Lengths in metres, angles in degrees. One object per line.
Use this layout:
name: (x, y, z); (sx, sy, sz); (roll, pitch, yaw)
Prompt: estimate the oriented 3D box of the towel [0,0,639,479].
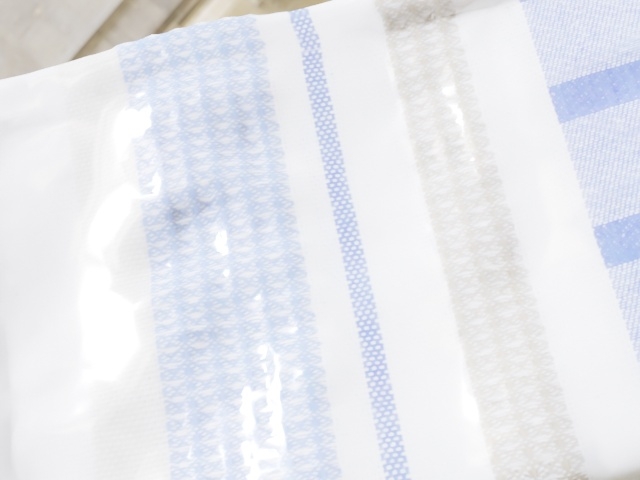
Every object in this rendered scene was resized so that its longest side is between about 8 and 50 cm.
towel: (0.000, 0.000, 0.412); (0.034, 0.285, 0.209); (71, 7, -58)
